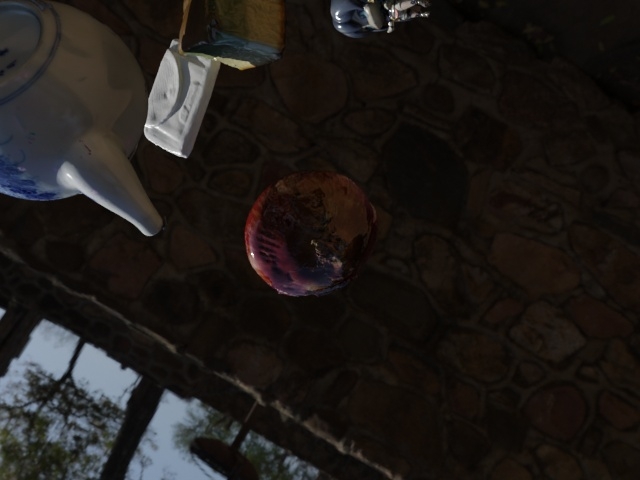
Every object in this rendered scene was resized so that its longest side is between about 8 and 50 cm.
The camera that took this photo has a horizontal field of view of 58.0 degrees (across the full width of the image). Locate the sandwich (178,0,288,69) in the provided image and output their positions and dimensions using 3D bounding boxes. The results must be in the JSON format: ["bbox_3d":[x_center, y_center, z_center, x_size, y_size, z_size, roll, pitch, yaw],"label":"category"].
[{"bbox_3d":[-0.124,-0.295,0.784,0.108,0.219,0.186,5,154,-23],"label":"sandwich"}]

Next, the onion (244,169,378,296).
[{"bbox_3d":[0.000,0.000,0.933,0.230,0.230,0.163,39,176,-38],"label":"onion"}]

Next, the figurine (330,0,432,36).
[{"bbox_3d":[0.158,-0.643,1.558,0.265,0.196,0.175,-7,134,10],"label":"figurine"}]

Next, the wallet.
[{"bbox_3d":[-0.243,-0.242,0.984,0.124,0.182,0.032,31,-164,25],"label":"wallet"}]

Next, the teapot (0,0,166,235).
[{"bbox_3d":[-0.345,-0.164,0.766,0.424,0.252,0.280,45,172,25],"label":"teapot"}]
